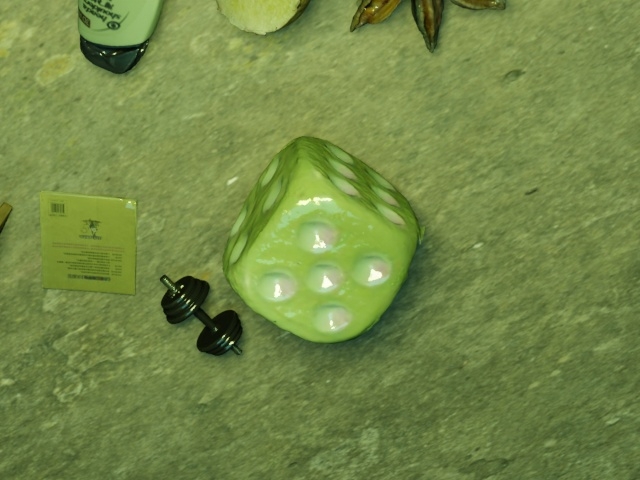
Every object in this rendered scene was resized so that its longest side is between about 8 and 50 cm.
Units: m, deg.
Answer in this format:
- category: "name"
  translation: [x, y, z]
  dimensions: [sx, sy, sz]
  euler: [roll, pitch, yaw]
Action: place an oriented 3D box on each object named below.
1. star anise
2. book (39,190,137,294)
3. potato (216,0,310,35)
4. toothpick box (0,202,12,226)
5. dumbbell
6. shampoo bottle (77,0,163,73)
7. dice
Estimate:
- category: "star anise"
  translation: [0.148, -0.437, 1.444]
  dimensions: [0.332, 0.117, 0.331]
  euler: [4, 134, 5]
- category: "book"
  translation: [-0.410, 0.006, 1.708]
  dimensions: [0.168, 0.013, 0.192]
  euler: [5, 116, -5]
- category: "potato"
  translation: [-0.058, -0.430, 1.400]
  dimensions: [0.116, 0.299, 0.239]
  euler: [-19, 78, -31]
- category: "toothpick box"
  translation: [-0.704, -0.021, 1.594]
  dimensions: [0.308, 0.190, 0.187]
  euler: [29, 114, -11]
- category: "dumbbell"
  translation: [-0.212, 0.135, 1.733]
  dimensions: [0.099, 0.099, 0.208]
  euler: [-36, 114, 14]
- category: "shampoo bottle"
  translation: [-0.284, -0.393, 1.395]
  dimensions: [0.134, 0.078, 0.359]
  euler: [25, 141, 6]
- category: "dice"
  translation: [0.000, 0.000, 1.592]
  dimensions: [0.254, 0.252, 0.249]
  euler: [30, 112, -18]
